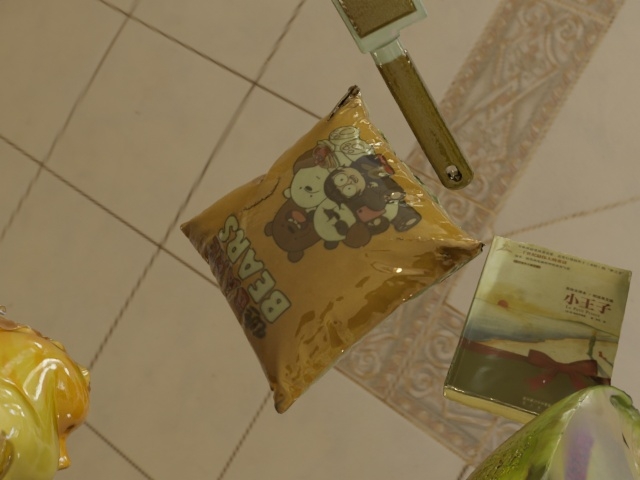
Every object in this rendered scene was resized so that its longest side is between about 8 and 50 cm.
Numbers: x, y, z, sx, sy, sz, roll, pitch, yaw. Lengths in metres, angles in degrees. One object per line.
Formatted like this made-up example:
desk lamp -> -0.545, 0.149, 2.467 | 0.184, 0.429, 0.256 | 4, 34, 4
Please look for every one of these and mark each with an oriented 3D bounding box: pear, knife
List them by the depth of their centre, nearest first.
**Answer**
knife -> 0.051, -0.175, 0.764 | 0.061, 0.343, 0.027 | -23, 33, 20
pear -> 0.201, 0.332, 0.864 | 0.165, 0.399, 0.398 | -12, 73, 36

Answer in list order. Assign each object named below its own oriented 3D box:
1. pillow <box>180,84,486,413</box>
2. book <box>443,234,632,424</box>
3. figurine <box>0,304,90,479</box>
pillow -> 0.000, 0.000, 1.206 | 0.312, 0.119, 0.310 | -39, 61, 8
book -> 0.287, 0.120, 1.271 | 0.201, 0.026, 0.289 | 15, 47, 11
figurine -> -0.237, 0.157, 0.608 | 0.156, 0.131, 0.246 | -28, 36, 59
